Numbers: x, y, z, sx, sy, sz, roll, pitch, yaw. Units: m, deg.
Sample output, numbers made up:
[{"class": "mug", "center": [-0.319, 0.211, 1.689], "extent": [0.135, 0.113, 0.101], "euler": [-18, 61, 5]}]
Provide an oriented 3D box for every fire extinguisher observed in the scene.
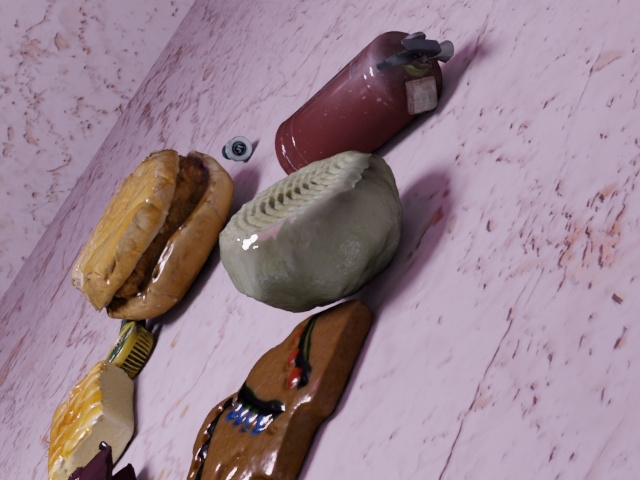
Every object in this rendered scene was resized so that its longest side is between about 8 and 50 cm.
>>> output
[{"class": "fire extinguisher", "center": [0.050, -0.148, 1.768], "extent": [0.269, 0.104, 0.105], "euler": [-37, 26, 51]}]

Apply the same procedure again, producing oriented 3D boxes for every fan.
[{"class": "fan", "center": [-0.259, 0.138, 2.280], "extent": [0.082, 0.039, 0.155], "euler": [-53, 14, 18]}]

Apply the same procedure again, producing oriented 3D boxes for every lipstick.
[{"class": "lipstick", "center": [-0.126, -0.132, 2.416], "extent": [0.037, 0.037, 0.116], "euler": [-59, 11, -5]}]

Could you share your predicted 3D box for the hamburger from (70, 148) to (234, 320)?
[{"class": "hamburger", "center": [-0.227, -0.007, 2.280], "extent": [0.260, 0.144, 0.283], "euler": [-61, 19, -3]}]

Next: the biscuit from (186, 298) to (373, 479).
[{"class": "biscuit", "center": [-0.053, 0.170, 1.569], "extent": [0.301, 0.043, 0.278], "euler": [-54, 16, 11]}]

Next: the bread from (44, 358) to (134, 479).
[{"class": "bread", "center": [-0.295, 0.241, 2.134], "extent": [0.125, 0.068, 0.188], "euler": [-54, 16, 12]}]

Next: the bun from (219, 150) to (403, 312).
[{"class": "bun", "center": [0.000, 0.000, 1.583], "extent": [0.195, 0.118, 0.195], "euler": [-28, 12, 6]}]

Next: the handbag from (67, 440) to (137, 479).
[{"class": "handbag", "center": [-0.287, 0.334, 1.845], "extent": [0.203, 0.074, 0.216], "euler": [-44, 11, -2]}]
